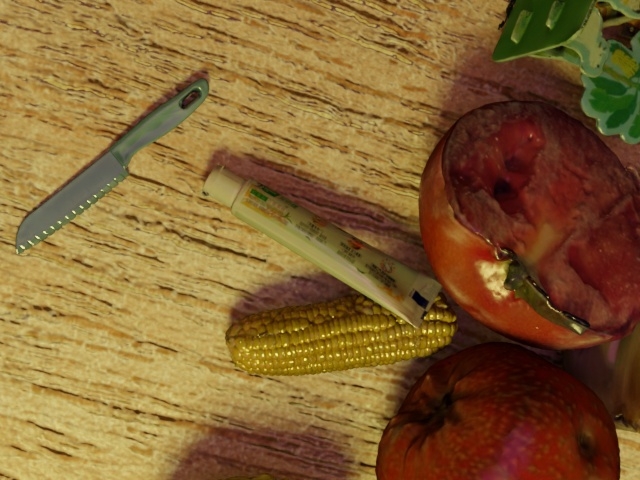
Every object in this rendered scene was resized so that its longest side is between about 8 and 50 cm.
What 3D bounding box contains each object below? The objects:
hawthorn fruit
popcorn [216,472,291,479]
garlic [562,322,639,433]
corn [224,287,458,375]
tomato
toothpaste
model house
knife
[{"bbox_3d":[0.228,0.261,1.787,0.299,0.275,0.275,15,88,-20],"label":"hawthorn fruit"},{"bbox_3d":[-0.087,0.394,1.735,0.259,0.259,0.212,2,122,-12],"label":"popcorn"},{"bbox_3d":[0.396,0.107,1.905,0.128,0.148,0.267,24,90,25],"label":"garlic"},{"bbox_3d":[0.027,0.112,1.825,0.291,0.101,0.101,-5,92,-9],"label":"corn"},{"bbox_3d":[0.265,-0.003,1.830,0.335,0.176,0.289,41,52,3],"label":"tomato"},{"bbox_3d":[0.000,0.000,1.808,0.314,0.056,0.058,31,95,3],"label":"toothpaste"},{"bbox_3d":[0.430,-0.306,1.829,0.312,0.242,0.358,26,80,-14],"label":"model house"},{"bbox_3d":[-0.253,-0.091,1.805,0.313,0.019,0.044,-40,101,-7],"label":"knife"}]
